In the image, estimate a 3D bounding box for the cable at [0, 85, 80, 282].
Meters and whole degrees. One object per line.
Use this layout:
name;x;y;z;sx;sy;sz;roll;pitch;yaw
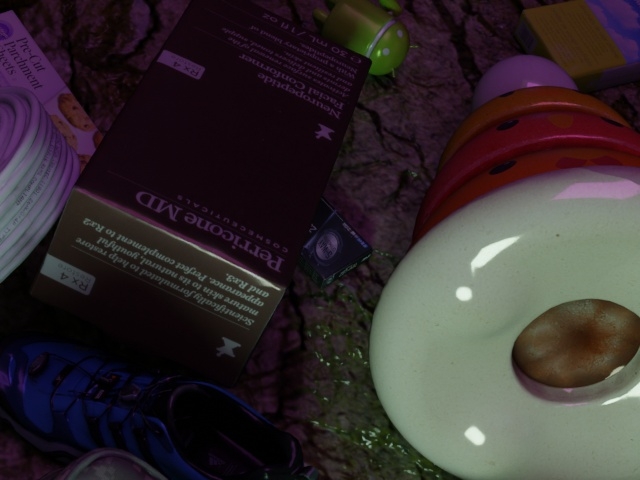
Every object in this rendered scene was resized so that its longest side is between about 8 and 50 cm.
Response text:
cable;-0.322;-0.020;1.170;0.089;0.257;0.257;53;52;-31

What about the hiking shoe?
hiking shoe;-0.142;0.140;1.156;0.304;0.132;0.113;24;53;4

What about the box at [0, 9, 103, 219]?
box;-0.251;-0.088;1.338;0.067;0.063;0.324;-23;63;-29

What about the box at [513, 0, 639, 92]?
box;0.325;-0.230;1.590;0.178;0.042;0.109;-14;60;-22

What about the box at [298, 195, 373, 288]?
box;0.000;0.000;1.362;0.067;0.018;0.083;-30;67;-30

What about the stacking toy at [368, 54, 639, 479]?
stacking toy;0.206;-0.031;1.307;0.350;0.351;0.480;7;36;-8

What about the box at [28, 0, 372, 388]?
box;-0.095;-0.066;1.246;0.191;0.143;0.381;25;39;-5

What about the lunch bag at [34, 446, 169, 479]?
lunch bag;-0.209;0.319;0.945;0.212;0.256;0.305;42;51;-15

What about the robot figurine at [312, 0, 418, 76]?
robot figurine;0.047;-0.225;1.505;0.115;0.067;0.101;35;82;12
